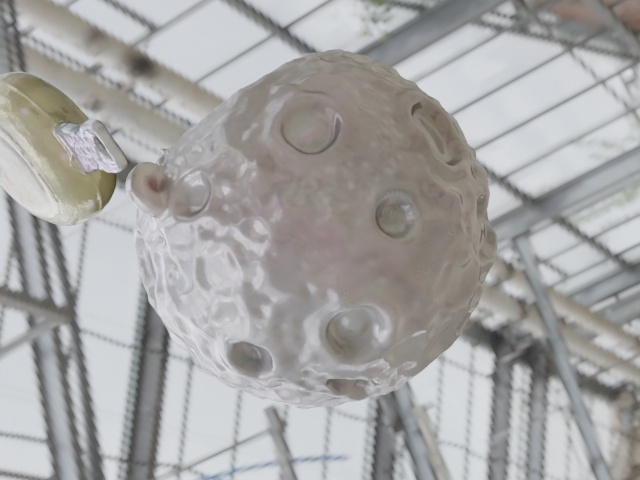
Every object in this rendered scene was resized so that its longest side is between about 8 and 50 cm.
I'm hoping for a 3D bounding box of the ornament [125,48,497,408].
[{"bbox_3d":[0.000,0.000,1.321,0.337,0.337,0.337,45,-151,-33],"label":"ornament"}]

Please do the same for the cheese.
[{"bbox_3d":[-0.205,-0.072,1.111,0.064,0.227,0.137,-44,-68,-22],"label":"cheese"}]
